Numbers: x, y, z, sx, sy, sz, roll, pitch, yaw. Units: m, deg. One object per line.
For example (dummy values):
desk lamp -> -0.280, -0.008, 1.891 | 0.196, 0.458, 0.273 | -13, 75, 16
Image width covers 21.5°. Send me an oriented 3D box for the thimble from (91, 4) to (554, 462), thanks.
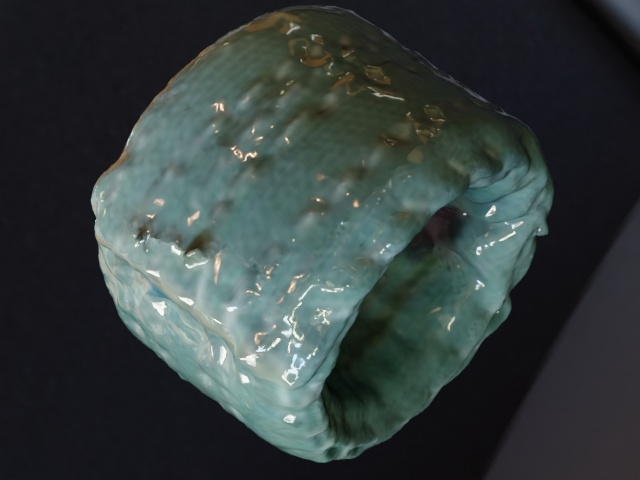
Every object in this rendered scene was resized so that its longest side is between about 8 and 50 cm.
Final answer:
thimble -> 0.000, 0.000, 0.808 | 0.143, 0.235, 0.198 | 36, 113, 25
